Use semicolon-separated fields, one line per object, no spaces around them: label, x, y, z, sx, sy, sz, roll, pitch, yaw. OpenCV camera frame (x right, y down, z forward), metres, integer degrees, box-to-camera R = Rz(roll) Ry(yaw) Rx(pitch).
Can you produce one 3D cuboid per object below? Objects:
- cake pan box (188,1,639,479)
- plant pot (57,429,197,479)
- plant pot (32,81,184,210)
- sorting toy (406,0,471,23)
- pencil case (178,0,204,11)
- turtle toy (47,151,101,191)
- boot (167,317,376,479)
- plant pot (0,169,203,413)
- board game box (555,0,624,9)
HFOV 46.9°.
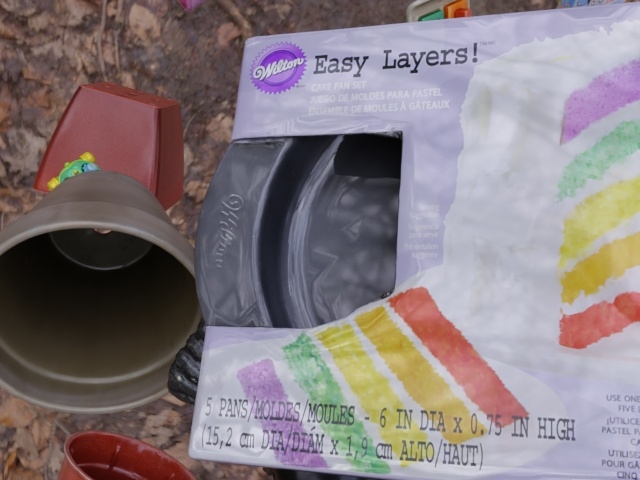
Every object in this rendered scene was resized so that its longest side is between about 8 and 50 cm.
cake pan box;0.067;0.002;0.388;0.266;0.070;0.246;1;70;17
plant pot;-0.405;0.543;1.390;0.272;0.272;0.265;25;92;-17
plant pot;-0.441;-0.214;1.644;0.267;0.267;0.236;16;104;0
sorting toy;0.220;-0.335;1.277;0.347;0.047;0.196;-34;132;-37
pencil case;-0.098;-0.422;1.020;0.284;0.124;0.124;-29;92;-15
turtle toy;-0.400;-0.084;1.278;0.095;0.066;0.130;-45;129;-18
boot;-0.050;0.210;0.713;0.260;0.131;0.348;32;59;0
plant pot;-0.327;0.042;1.081;0.323;0.280;0.323;-7;123;-10
board game box;0.517;-0.462;1.378;0.160;0.211;0.039;-24;66;-19
